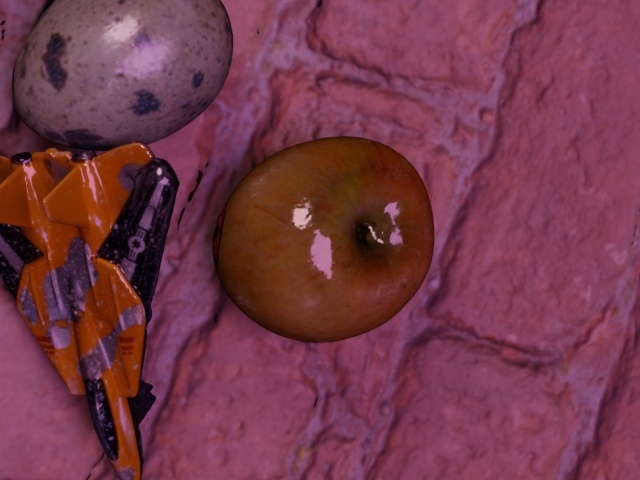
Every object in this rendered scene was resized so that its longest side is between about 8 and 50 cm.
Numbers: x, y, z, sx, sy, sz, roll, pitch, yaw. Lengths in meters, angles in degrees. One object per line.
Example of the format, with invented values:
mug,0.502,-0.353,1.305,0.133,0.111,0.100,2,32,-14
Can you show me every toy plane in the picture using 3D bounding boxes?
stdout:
toy plane,-0.176,0.065,1.430,0.103,0.204,0.316,-63,146,-49

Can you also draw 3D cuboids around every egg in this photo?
egg,-0.155,-0.140,1.385,0.182,0.141,0.141,-32,112,-11

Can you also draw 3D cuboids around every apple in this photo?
apple,0.000,0.000,1.487,0.182,0.155,0.182,3,83,-30
